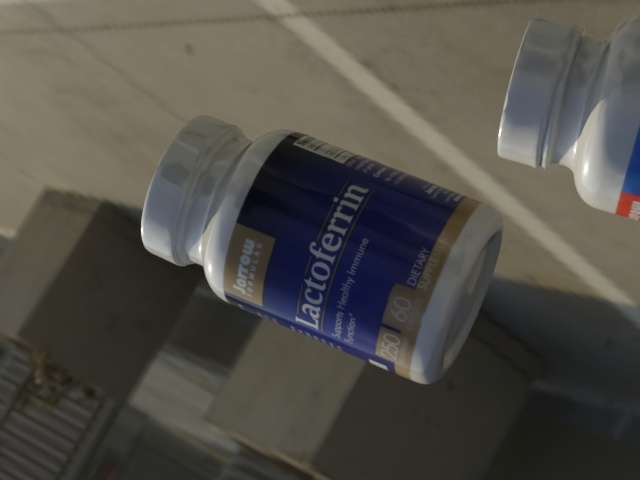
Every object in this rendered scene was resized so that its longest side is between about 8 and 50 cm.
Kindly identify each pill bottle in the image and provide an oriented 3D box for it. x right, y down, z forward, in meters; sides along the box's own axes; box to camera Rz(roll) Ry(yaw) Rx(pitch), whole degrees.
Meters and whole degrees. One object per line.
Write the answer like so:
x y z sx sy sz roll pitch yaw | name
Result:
0.000 0.000 1.133 0.265 0.153 0.153 21 166 15 | pill bottle
0.225 -0.066 0.844 0.222 0.124 0.124 15 165 13 | pill bottle
